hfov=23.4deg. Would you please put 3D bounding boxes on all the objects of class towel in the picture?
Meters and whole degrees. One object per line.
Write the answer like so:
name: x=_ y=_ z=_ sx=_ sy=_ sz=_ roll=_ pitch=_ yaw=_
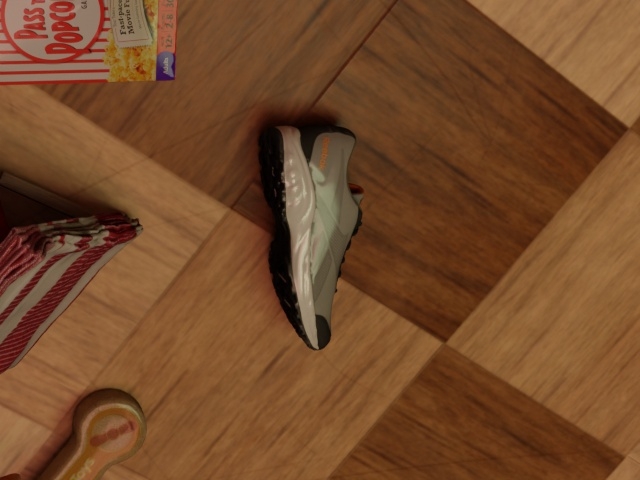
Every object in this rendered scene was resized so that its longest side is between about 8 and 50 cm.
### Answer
towel: x=-0.300 y=0.072 z=1.520 sx=0.037 sy=0.329 sz=0.237 roll=44 pitch=101 yaw=5

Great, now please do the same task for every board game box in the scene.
board game box: x=-0.238 y=-0.229 z=1.520 sx=0.193 sy=0.045 sz=0.147 roll=-4 pitch=118 yaw=-15

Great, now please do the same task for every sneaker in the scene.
sneaker: x=0.000 y=0.000 z=1.685 sx=0.108 sy=0.100 sz=0.271 roll=-11 pitch=119 yaw=-17

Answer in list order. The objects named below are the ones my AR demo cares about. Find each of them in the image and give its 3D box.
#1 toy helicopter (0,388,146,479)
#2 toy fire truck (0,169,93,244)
toy helicopter: x=-0.334 y=0.310 z=1.750 sx=0.235 sy=0.140 sz=0.355 roll=36 pitch=91 yaw=-20
toy fire truck: x=-0.342 y=-0.024 z=1.512 sx=0.246 sy=0.217 sz=0.158 roll=-25 pitch=123 yaw=-20
